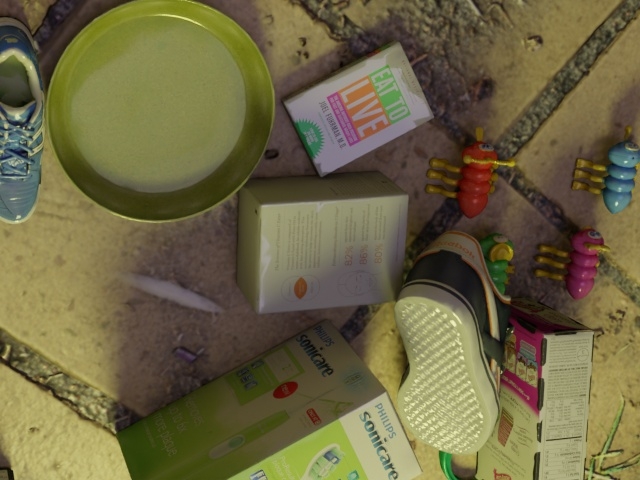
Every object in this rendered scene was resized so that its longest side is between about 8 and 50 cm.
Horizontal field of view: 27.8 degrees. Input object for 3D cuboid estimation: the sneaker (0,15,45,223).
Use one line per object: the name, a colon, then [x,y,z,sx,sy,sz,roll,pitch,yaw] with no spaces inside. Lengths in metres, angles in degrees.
sneaker: [-0.315,-0.113,1.290,0.080,0.081,0.211,-7,113,-18]

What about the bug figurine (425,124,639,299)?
bug figurine: [0.263,-0.028,1.522,0.279,0.072,0.216,-3,110,-18]

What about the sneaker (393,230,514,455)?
sneaker: [0.160,0.123,1.500,0.321,0.126,0.127,83,28,-49]

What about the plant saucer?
plant saucer: [-0.168,-0.138,1.355,0.241,0.037,0.240,-6,112,-16]

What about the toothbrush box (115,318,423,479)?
toothbrush box: [-0.062,0.234,1.433,0.283,0.206,0.122,-27,115,-7]

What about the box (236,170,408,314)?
box: [0.000,0.000,1.432,0.171,0.091,0.130,-4,111,-18]

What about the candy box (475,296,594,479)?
candy box: [0.252,0.199,1.538,0.071,0.159,0.233,-2,103,-18]

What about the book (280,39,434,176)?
book: [0.040,-0.146,1.429,0.144,0.035,0.096,-29,112,-5]

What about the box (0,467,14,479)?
box: [-0.475,0.364,1.421,0.270,0.060,0.216,0,110,-18]

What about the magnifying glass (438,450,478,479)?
magnifying glass: [0.236,0.315,1.667,0.092,0.026,0.231,-43,115,0]
